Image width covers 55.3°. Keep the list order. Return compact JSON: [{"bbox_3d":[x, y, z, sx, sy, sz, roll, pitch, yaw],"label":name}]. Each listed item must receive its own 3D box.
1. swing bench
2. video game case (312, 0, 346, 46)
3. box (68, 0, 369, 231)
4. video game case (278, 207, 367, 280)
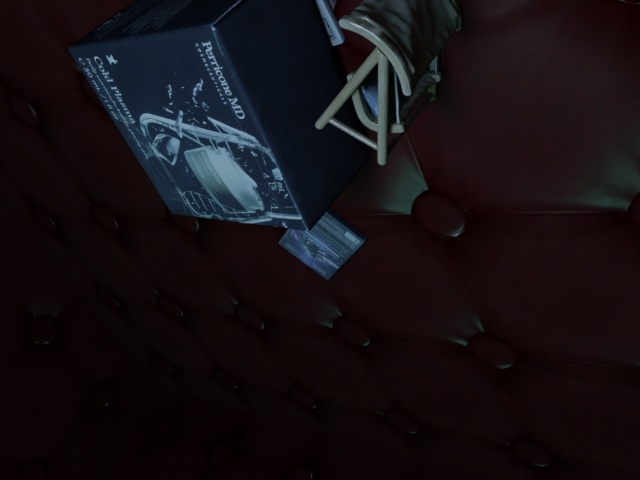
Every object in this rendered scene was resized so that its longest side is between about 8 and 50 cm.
[{"bbox_3d":[0.135,-0.326,1.115,0.165,0.253,0.255,31,145,8],"label":"swing bench"},{"bbox_3d":[-0.055,-0.486,1.296,0.173,0.022,0.190,-3,129,42],"label":"video game case"},{"bbox_3d":[-0.213,-0.305,1.378,0.471,0.297,0.480,6,136,37],"label":"box"},{"bbox_3d":[0.000,0.000,1.792,0.196,0.026,0.274,38,146,-1],"label":"video game case"}]
